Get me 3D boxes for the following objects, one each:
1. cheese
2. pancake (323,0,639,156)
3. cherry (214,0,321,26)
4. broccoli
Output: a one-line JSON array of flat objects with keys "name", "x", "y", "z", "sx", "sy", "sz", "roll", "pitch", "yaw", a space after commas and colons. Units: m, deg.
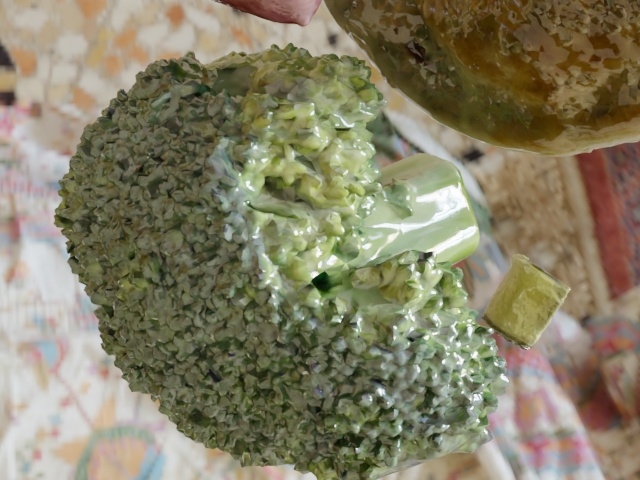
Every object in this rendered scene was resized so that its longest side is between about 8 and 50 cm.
[{"name": "cheese", "x": 0.153, "y": 0.042, "z": 1.417, "sx": 0.041, "sy": 0.084, "sz": 0.060, "roll": 26, "pitch": 101, "yaw": -15}, {"name": "pancake", "x": 0.134, "y": -0.226, "z": 1.219, "sx": 0.387, "sy": 0.082, "sz": 0.387, "roll": 17, "pitch": 123, "yaw": 29}, {"name": "cherry", "x": -0.057, "y": -0.239, "z": 1.108, "sx": 0.175, "sy": 0.249, "sz": 0.192, "roll": -11, "pitch": 161, "yaw": -42}, {"name": "broccoli", "x": -0.011, "y": -0.007, "z": 1.263, "sx": 0.302, "sy": 0.375, "sz": 0.249, "roll": -36, "pitch": 144, "yaw": -20}]
